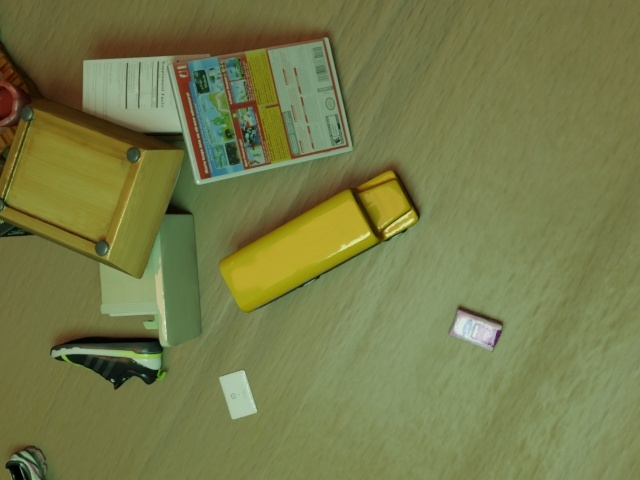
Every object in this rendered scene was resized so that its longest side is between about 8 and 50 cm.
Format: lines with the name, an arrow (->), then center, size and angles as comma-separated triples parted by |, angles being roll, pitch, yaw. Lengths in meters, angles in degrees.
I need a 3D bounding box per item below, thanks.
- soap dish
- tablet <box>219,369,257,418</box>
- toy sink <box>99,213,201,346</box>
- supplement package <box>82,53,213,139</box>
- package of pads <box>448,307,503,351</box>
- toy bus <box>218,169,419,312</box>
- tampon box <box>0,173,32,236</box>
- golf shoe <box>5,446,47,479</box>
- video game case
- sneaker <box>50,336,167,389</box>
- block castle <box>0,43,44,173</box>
soap dish -> -0.394, -0.092, 1.268 | 0.291, 0.118, 0.229 | 21, 93, 16
tablet -> -0.154, 0.288, 1.424 | 0.054, 0.006, 0.083 | -19, 86, 15
toy sink -> -0.312, 0.071, 1.386 | 0.131, 0.153, 0.234 | -4, 91, 15
supplement package -> -0.286, -0.251, 1.376 | 0.244, 0.139, 0.134 | 1, 90, 15
package of pads -> 0.264, 0.152, 1.297 | 0.083, 0.032, 0.050 | 20, 99, 13
toy bus -> 0.000, 0.000, 1.311 | 0.332, 0.130, 0.108 | -29, 84, 14
tampon box -> -0.542, -0.088, 1.457 | 0.161, 0.120, 0.101 | -29, 85, 14
golf shoe -> -0.562, 0.502, 1.497 | 0.067, 0.086, 0.186 | -31, 85, 12
video game case -> -0.098, -0.223, 1.299 | 0.285, 0.025, 0.204 | -14, 95, -18
sneaker -> -0.408, 0.237, 1.449 | 0.234, 0.084, 0.097 | -1, 92, 15
block castle -> -0.772, -0.223, 1.467 | 0.453, 0.213, 0.303 | -38, 82, 13
